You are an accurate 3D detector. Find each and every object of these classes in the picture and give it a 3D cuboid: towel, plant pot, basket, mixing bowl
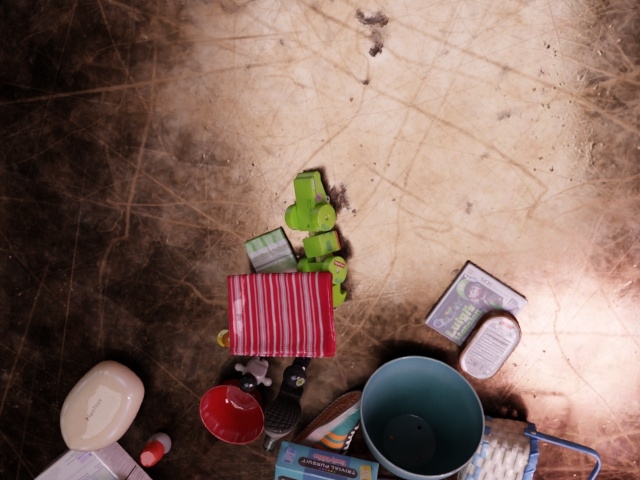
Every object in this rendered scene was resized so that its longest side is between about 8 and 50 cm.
[{"bbox_3d":[-0.118,0.054,1.466,0.113,0.023,0.152,-21,98,12],"label":"towel"},{"bbox_3d":[0.234,0.460,1.405,0.290,0.290,0.196,11,142,7],"label":"plant pot"},{"bbox_3d":[0.497,0.567,1.397,0.288,0.201,0.255,21,109,16],"label":"basket"},{"bbox_3d":[-0.224,0.442,1.541,0.181,0.098,0.182,4,110,11],"label":"mixing bowl"},{"bbox_3d":[-0.095,0.174,1.345,0.274,0.031,0.199,-3,86,19],"label":"towel"}]

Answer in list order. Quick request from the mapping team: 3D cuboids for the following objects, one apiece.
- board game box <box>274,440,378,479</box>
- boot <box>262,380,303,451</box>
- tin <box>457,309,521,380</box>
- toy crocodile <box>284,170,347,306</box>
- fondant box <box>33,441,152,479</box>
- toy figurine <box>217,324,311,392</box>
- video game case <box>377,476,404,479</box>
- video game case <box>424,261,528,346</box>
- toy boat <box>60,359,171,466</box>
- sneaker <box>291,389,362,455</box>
[{"bbox_3d":[0.003,0.691,1.526,0.253,0.079,0.336,11,128,7],"label":"board game box"},{"bbox_3d":[-0.106,0.477,1.461,0.083,0.246,0.161,21,103,4],"label":"boot"},{"bbox_3d":[0.413,0.259,1.397,0.106,0.040,0.190,28,107,-3],"label":"tin"},{"bbox_3d":[0.000,0.000,1.388,0.115,0.105,0.341,-4,101,43],"label":"toy crocodile"},{"bbox_3d":[-0.646,0.746,1.702,0.238,0.096,0.330,-39,95,16],"label":"fondant box"},{"bbox_3d":[-0.137,0.278,1.460,0.209,0.148,0.213,-13,103,13],"label":"toy figurine"},{"bbox_3d":[0.276,0.761,1.556,0.274,0.026,0.196,4,88,9],"label":"video game case"},{"bbox_3d":[0.382,0.175,1.409,0.173,0.022,0.190,33,108,0],"label":"video game case"},{"bbox_3d":[-0.560,0.506,1.599,0.318,0.148,0.267,40,89,0],"label":"toy boat"},{"bbox_3d":[0.043,0.517,1.522,0.121,0.108,0.302,41,115,-4],"label":"sneaker"}]
